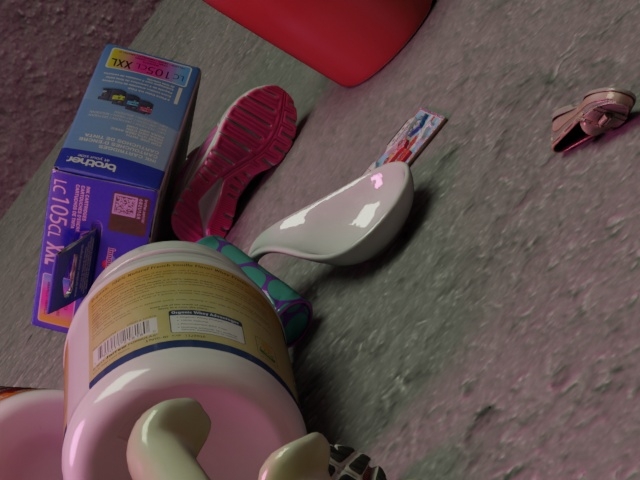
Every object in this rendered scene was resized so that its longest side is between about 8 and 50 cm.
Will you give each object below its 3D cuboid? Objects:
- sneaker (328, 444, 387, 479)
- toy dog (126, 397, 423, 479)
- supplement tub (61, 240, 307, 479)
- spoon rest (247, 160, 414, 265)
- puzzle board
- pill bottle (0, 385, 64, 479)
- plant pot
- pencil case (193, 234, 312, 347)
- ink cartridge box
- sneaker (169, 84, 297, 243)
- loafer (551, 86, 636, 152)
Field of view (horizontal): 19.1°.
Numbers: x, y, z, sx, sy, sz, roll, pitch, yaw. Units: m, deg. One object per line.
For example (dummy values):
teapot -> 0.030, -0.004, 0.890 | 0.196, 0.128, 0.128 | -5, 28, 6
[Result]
sneaker -> -0.037, 0.288, 1.571 | 0.279, 0.107, 0.118 | -59, 10, -33
toy dog -> -0.046, 0.299, 1.220 | 0.407, 0.284, 0.396 | 2, 89, 40
supplement tub -> -0.137, 0.149, 1.855 | 0.228, 0.228, 0.316 | -46, 21, 13
spoon rest -> 0.000, 0.000, 2.079 | 0.276, 0.084, 0.137 | -36, 23, 39
puzzle board -> 0.088, -0.099, 2.181 | 0.128, 0.011, 0.096 | -50, 18, -1
pill bottle -> -0.362, 0.276, 2.164 | 0.224, 0.224, 0.392 | -56, 19, -18
plant pot -> 0.005, -0.349, 2.502 | 0.275, 0.243, 0.275 | -43, 19, 19
pencil case -> -0.081, 0.057, 2.064 | 0.151, 0.064, 0.070 | 34, 69, 32
ink cartridge box -> -0.279, -0.047, 2.567 | 0.395, 0.151, 0.270 | -81, 4, -55
sneaker -> -0.131, -0.107, 2.575 | 0.252, 0.103, 0.111 | -53, 20, -10
loafer -> 0.253, -0.109, 1.768 | 0.125, 0.045, 0.039 | -24, 48, 67
